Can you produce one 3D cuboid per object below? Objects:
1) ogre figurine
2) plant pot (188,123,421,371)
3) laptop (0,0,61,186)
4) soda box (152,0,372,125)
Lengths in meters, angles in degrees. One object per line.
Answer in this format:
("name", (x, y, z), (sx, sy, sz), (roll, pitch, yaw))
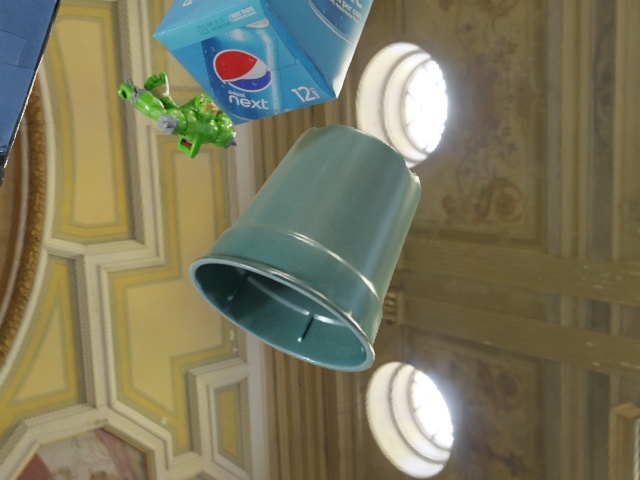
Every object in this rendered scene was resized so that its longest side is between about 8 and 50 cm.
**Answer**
("ogre figurine", (-0.208, -0.195, 1.079), (0.097, 0.118, 0.197), (-46, -36, 6))
("plant pot", (0.000, 0.000, 1.194), (0.341, 0.341, 0.334), (46, -121, -33))
("laptop", (-0.253, -0.064, 0.181), (0.382, 0.236, 0.407), (13, -127, -39))
("soda box", (-0.008, -0.167, 0.378), (0.067, 0.071, 0.210), (47, -131, -39))
